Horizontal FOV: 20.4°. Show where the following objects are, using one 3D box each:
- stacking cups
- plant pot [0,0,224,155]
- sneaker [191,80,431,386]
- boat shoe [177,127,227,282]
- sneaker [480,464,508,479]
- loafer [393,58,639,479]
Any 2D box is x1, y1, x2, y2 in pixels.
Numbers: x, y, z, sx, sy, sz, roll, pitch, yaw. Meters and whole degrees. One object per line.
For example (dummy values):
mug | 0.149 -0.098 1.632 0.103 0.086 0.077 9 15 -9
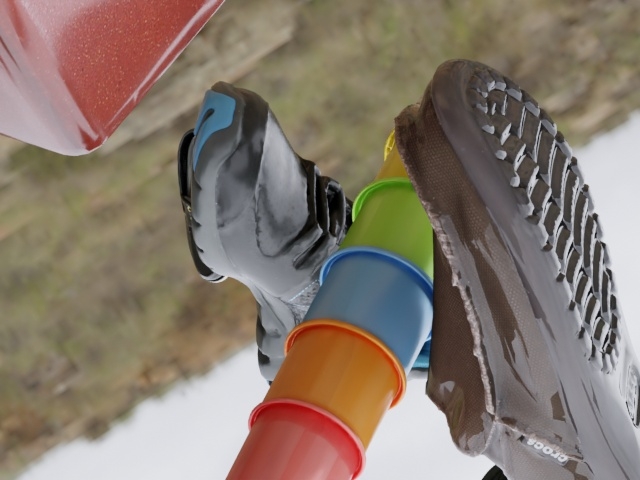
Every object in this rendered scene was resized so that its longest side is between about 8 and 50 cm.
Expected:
stacking cups | 0.024 0.058 1.098 0.096 0.096 0.316 -25 -153 47
plant pot | -0.163 -0.198 0.839 0.267 0.236 0.267 17 -123 31
sneaker | 0.000 0.000 1.308 0.139 0.341 0.125 -2 -123 17
boat shoe | -0.099 -0.030 1.515 0.049 0.133 0.042 -4 177 25
sneaker | 0.271 0.226 1.294 0.295 0.178 0.124 0 -118 17
loafer | 0.113 0.072 1.042 0.130 0.366 0.134 -15 -159 22
